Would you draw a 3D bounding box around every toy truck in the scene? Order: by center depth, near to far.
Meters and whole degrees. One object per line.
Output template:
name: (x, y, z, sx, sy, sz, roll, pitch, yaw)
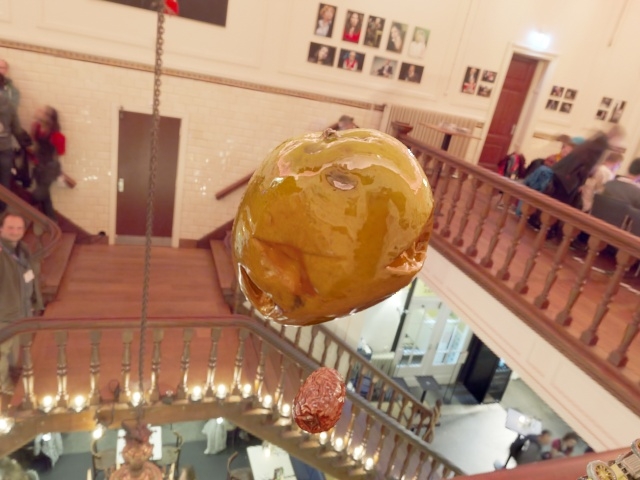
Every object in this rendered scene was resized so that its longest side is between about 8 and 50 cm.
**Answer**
toy truck: (0.418, 0.335, 0.598, 0.191, 0.085, 0.116, -8, 43, -26)

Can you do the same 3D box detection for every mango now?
mango: (0.000, 0.000, 0.651, 0.253, 0.365, 0.182, 41, 46, 2)

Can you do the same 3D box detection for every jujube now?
jujube: (0.002, 0.367, 1.080, 0.112, 0.109, 0.176, 16, 23, 10)
